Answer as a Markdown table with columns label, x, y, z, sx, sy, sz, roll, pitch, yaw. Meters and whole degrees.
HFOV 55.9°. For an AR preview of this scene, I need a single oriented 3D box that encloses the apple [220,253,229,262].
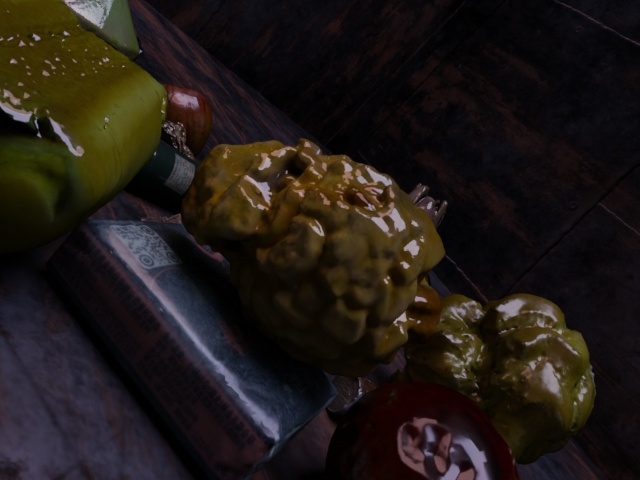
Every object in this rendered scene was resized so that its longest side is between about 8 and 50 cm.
| label | x | y | z | sx | sy | sz | roll | pitch | yaw |
| --- | --- | --- | --- | --- | --- | --- | --- | --- | --- |
| apple | -0.059 | 0.031 | 0.937 | 0.230 | 0.230 | 0.230 | 42 | 13 | -12 |

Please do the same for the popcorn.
| label | x | y | z | sx | sy | sz | roll | pitch | yaw |
| --- | --- | --- | --- | --- | --- | --- | --- | --- | --- |
| popcorn | 0.000 | 0.000 | 0.709 | 0.332 | 0.225 | 0.265 | 32 | 30 | 6 |

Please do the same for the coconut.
| label | x | y | z | sx | sy | sz | roll | pitch | yaw |
| --- | --- | --- | --- | --- | --- | --- | --- | --- | --- |
| coconut | -0.410 | -0.344 | 0.986 | 0.235 | 0.236 | 0.205 | 36 | 11 | -33 |

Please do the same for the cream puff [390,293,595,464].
| label | x | y | z | sx | sy | sz | roll | pitch | yaw |
| --- | --- | --- | --- | --- | --- | --- | --- | --- | --- |
| cream puff | 0.293 | 0.231 | 1.102 | 0.275 | 0.378 | 0.378 | 47 | 10 | -22 |

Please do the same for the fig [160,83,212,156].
| label | x | y | z | sx | sy | sz | roll | pitch | yaw |
| --- | --- | --- | --- | --- | --- | --- | --- | --- | --- |
| fig | -0.293 | -0.228 | 1.233 | 0.149 | 0.148 | 0.202 | -61 | 150 | -48 |

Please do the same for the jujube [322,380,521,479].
| label | x | y | z | sx | sy | sz | roll | pitch | yaw |
| --- | --- | --- | --- | --- | --- | --- | --- | --- | --- |
| jujube | 0.117 | 0.302 | 0.652 | 0.223 | 0.223 | 0.318 | 38 | 24 | -28 |

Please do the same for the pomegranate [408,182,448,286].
| label | x | y | z | sx | sy | sz | roll | pitch | yaw |
| --- | --- | --- | --- | --- | --- | --- | --- | --- | --- |
| pomegranate | 0.134 | 0.034 | 1.258 | 0.285 | 0.341 | 0.285 | 43 | 8 | -8 |

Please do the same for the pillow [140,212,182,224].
| label | x | y | z | sx | sy | sz | roll | pitch | yaw |
| --- | --- | --- | --- | --- | --- | --- | --- | --- | --- |
| pillow | -0.206 | 0.008 | 0.962 | 0.135 | 0.034 | 0.211 | 45 | 11 | 0 |

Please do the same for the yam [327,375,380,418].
| label | x | y | z | sx | sy | sz | roll | pitch | yaw |
| --- | --- | --- | --- | --- | --- | --- | --- | --- | --- |
| yam | 0.080 | 0.264 | 0.951 | 0.141 | 0.079 | 0.079 | 37 | 14 | -27 |

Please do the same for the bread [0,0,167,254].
| label | x | y | z | sx | sy | sz | roll | pitch | yaw |
| --- | --- | --- | --- | --- | --- | --- | --- | --- | --- |
| bread | -0.314 | -0.123 | 0.623 | 0.251 | 0.208 | 0.377 | 38 | 14 | -16 |

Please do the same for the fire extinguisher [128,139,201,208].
| label | x | y | z | sx | sy | sz | roll | pitch | yaw |
| --- | --- | --- | --- | --- | --- | --- | --- | --- | --- |
| fire extinguisher | -0.271 | -0.118 | 1.030 | 0.294 | 0.093 | 0.118 | 28 | 62 | -51 |

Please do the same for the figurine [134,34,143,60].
| label | x | y | z | sx | sy | sz | roll | pitch | yaw |
| --- | --- | --- | --- | --- | --- | --- | --- | --- | --- |
| figurine | -0.564 | -0.542 | 1.385 | 0.185 | 0.204 | 0.332 | -123 | -169 | -49 |

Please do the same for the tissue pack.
| label | x | y | z | sx | sy | sz | roll | pitch | yaw |
| --- | --- | --- | --- | --- | --- | --- | --- | --- | --- |
| tissue pack | -0.134 | 0.109 | 0.704 | 0.316 | 0.103 | 0.228 | 47 | 14 | 14 |

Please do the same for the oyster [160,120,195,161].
| label | x | y | z | sx | sy | sz | roll | pitch | yaw |
| --- | --- | --- | --- | --- | --- | --- | --- | --- | --- |
| oyster | -0.292 | -0.180 | 1.135 | 0.177 | 0.105 | 0.056 | 41 | 41 | -18 |
